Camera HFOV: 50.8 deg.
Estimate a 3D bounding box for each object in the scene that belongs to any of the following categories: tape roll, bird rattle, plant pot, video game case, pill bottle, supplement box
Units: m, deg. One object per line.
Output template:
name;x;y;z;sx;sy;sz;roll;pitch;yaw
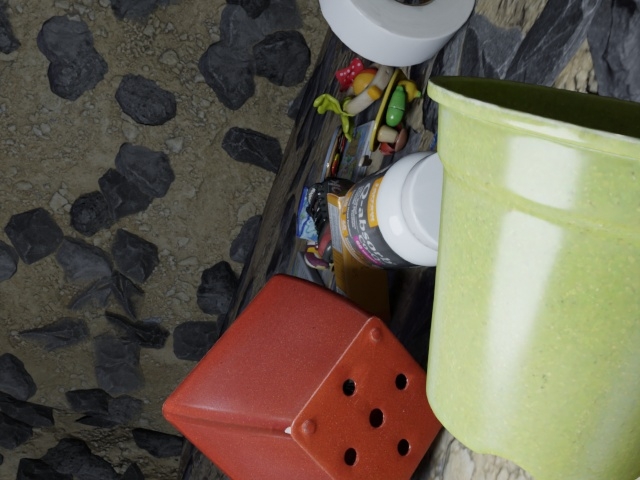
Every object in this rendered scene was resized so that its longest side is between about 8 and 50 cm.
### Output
tape roll;0.142;-0.471;1.245;0.100;0.286;0.286;137;147;-67
bird rattle;0.110;-0.376;1.693;0.207;0.143;0.254;-21;27;49
plant pot;0.193;0.028;0.509;0.276;0.275;0.254;-108;25;-68
plant pot;0.006;0.221;0.893;0.267;0.267;0.235;-50;22;-26
video game case;0.084;-0.200;1.713;0.212;0.023;0.194;-165;92;-77
pill bottle;0.137;-0.041;0.975;0.278;0.162;0.162;161;125;-75
video game case;-0.075;0.209;1.830;0.329;0.036;0.300;-122;50;-74
supplement box;0.067;0.029;1.164;0.080;0.078;0.234;-138;42;-69

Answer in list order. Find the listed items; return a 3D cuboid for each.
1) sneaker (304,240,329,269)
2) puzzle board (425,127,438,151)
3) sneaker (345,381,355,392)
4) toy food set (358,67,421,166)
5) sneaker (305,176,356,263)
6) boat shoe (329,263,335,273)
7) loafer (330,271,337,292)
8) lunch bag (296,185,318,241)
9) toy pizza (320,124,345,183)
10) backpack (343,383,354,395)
sneaker;0.000;0.000;1.708;0.185;0.069;0.084;-96;21;-58
puzzle board;0.198;-0.138;1.182;0.096;0.011;0.128;-92;24;-59
sneaker;0.070;0.270;1.156;0.109;0.040;0.044;160;97;-68
toy food set;0.156;-0.240;1.392;0.128;0.071;0.218;-1;-69;-78
sneaker;0.022;-0.052;1.422;0.098;0.135;0.276;-63;3;36
boat shoe;0.053;0.046;1.488;0.135;0.050;0.045;140;133;-72
loafer;0.085;0.002;1.277;0.095;0.109;0.303;-87;15;-59
lunch bag;0.016;-0.061;1.585;0.151;0.128;0.096;-88;20;-46
toy pizza;0.037;-0.212;1.821;0.201;0.032;0.201;16;-90;-86
backpack;0.028;0.310;1.100;0.114;0.084;0.105;-53;-14;-38
